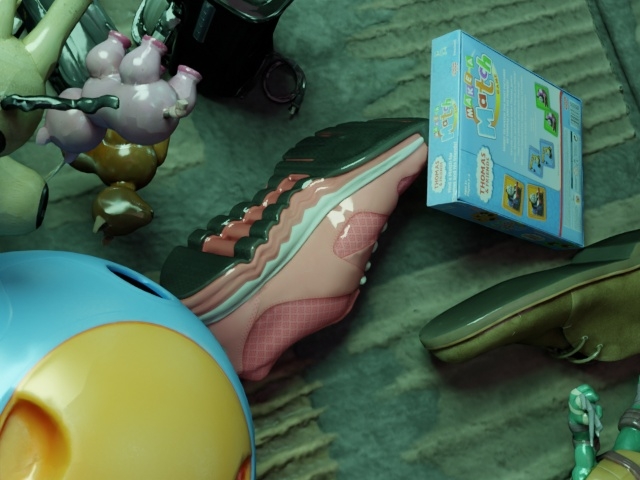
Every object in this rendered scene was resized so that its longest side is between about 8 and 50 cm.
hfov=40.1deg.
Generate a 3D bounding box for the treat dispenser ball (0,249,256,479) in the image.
[{"bbox_3d":[-0.186,0.151,0.578,0.288,0.288,0.288,4,78,-18],"label":"treat dispenser ball"}]

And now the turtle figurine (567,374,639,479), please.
[{"bbox_3d":[0.280,0.211,0.793,0.234,0.118,0.175,-24,68,-39],"label":"turtle figurine"}]

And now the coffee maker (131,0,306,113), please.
[{"bbox_3d":[-0.066,-0.205,0.752,0.171,0.178,0.120,12,76,-16],"label":"coffee maker"}]

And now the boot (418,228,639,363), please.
[{"bbox_3d":[0.238,0.077,0.839,0.305,0.112,0.115,-16,95,-23],"label":"boot"}]

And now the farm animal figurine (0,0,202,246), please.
[{"bbox_3d":[-0.244,-0.085,0.560,0.326,0.330,0.172,26,82,6],"label":"farm animal figurine"}]

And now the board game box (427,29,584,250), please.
[{"bbox_3d":[0.183,-0.088,0.840,0.211,0.039,0.160,16,72,-43],"label":"board game box"}]

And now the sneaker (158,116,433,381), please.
[{"bbox_3d":[-0.001,0.000,0.787,0.314,0.116,0.136,-40,121,-27],"label":"sneaker"}]

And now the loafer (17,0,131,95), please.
[{"bbox_3d":[-0.233,-0.226,0.760,0.078,0.076,0.223,-29,93,-27],"label":"loafer"}]
